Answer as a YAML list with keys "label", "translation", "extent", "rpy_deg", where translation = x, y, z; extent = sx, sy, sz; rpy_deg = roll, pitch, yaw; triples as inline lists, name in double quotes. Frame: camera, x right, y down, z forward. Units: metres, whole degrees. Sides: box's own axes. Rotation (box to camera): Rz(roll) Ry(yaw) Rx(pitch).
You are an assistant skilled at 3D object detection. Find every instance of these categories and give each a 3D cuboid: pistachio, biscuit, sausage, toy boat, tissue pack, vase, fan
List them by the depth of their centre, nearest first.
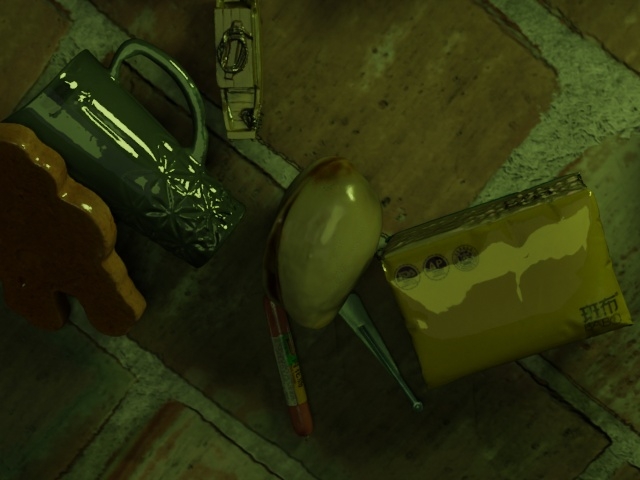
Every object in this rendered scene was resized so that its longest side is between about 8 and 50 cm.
- label: "toy boat"
  translation: [-0.101, -0.221, 1.226]
  extent: [0.057, 0.077, 0.200]
  rpy_deg: [-1, 103, 4]
- label: "tissue pack"
  translation: [0.228, 0.051, 1.235]
  extent: [0.271, 0.134, 0.192]
  rpy_deg: [-20, 101, 9]
- label: "vase"
  translation: [-0.230, -0.104, 1.236]
  extent: [0.301, 0.156, 0.251]
  rpy_deg: [40, 100, -11]
- label: "biscuit"
  translation: [-0.341, -0.007, 1.238]
  extent: [0.202, 0.047, 0.334]
  rpy_deg: [1, 133, 17]
- label: "pistachio"
  translation: [0.000, 0.000, 1.241]
  extent: [0.144, 0.144, 0.215]
  rpy_deg: [20, 101, 0]
- label: "fan"
  translation: [0.082, 0.150, 1.329]
  extent: [0.038, 0.016, 0.193]
  rpy_deg: [-34, 98, 9]
- label: "sausage"
  translation: [-0.043, 0.167, 1.336]
  extent: [0.029, 0.029, 0.223]
  rpy_deg: [-11, 102, 7]
